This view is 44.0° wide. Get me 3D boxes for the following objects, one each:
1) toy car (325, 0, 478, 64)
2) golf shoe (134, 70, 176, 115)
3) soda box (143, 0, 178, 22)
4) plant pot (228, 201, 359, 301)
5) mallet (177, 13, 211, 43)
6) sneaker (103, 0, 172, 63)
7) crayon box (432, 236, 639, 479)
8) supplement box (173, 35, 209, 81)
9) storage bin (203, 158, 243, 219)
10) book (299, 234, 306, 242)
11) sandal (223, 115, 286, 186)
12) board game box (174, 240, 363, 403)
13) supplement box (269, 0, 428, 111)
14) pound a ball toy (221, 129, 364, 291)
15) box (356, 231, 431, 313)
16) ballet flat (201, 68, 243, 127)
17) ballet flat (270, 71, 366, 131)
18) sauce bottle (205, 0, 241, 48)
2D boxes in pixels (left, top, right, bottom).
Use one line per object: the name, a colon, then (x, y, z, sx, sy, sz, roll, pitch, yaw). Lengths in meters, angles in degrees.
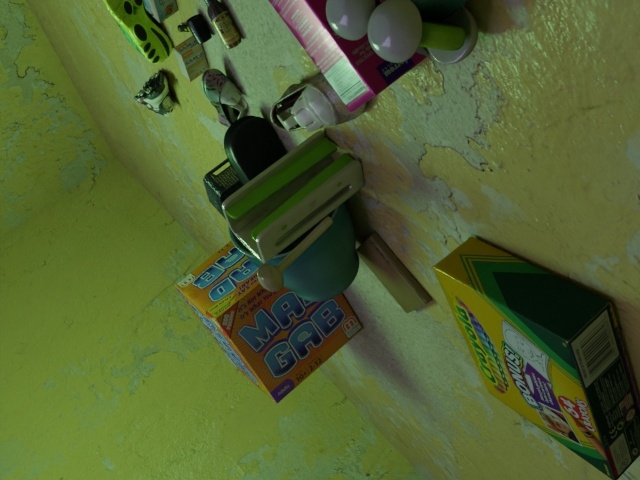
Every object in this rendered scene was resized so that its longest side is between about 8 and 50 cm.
toy car: (0.110, -0.299, 0.977, 0.182, 0.159, 0.136, 39, 124, 39)
golf shoe: (-0.487, -0.443, 2.422, 0.120, 0.105, 0.273, 39, 174, -18)
soda box: (-0.381, -0.589, 1.816, 0.063, 0.058, 0.183, 46, 163, 19)
plant pot: (-0.036, 0.001, 1.836, 0.271, 0.271, 0.255, 37, 166, 42)
mallet: (-0.301, -0.491, 1.866, 0.062, 0.039, 0.189, 60, 167, -18)
sneaker: (-0.500, -0.589, 2.056, 0.123, 0.109, 0.295, 30, 155, 44)
crayon box: (0.379, 0.198, 1.367, 0.313, 0.106, 0.363, 30, 154, 52)
supplement box: (-0.317, -0.447, 1.951, 0.036, 0.062, 0.098, 44, 164, 26)
storage bin: (-0.269, -0.156, 2.366, 0.084, 0.122, 0.180, 47, 164, 17)
book: (0.000, 0.000, 2.007, 0.035, 0.096, 0.144, 29, 153, 55)
sandal: (-0.117, -0.108, 1.984, 0.107, 0.167, 0.446, 18, 134, 54)
board game box: (-0.162, 0.205, 2.444, 0.356, 0.356, 0.356, 25, 150, 58)
supplement box: (0.036, -0.315, 1.156, 0.220, 0.111, 0.114, 53, 164, -8)
pound a ball toy: (-0.043, -0.045, 1.607, 0.208, 0.319, 0.136, 43, 163, 27)
box: (0.167, 0.079, 1.858, 0.201, 0.021, 0.164, 50, 165, 3)
ballet flat: (-0.227, -0.342, 1.941, 0.079, 0.077, 0.221, 26, 162, 16)
ballet flat: (-0.014, -0.244, 1.470, 0.107, 0.106, 0.316, 55, 164, -13)
sauce bottle: (-0.209, -0.462, 1.647, 0.042, 0.042, 0.128, 30, 156, 53)
